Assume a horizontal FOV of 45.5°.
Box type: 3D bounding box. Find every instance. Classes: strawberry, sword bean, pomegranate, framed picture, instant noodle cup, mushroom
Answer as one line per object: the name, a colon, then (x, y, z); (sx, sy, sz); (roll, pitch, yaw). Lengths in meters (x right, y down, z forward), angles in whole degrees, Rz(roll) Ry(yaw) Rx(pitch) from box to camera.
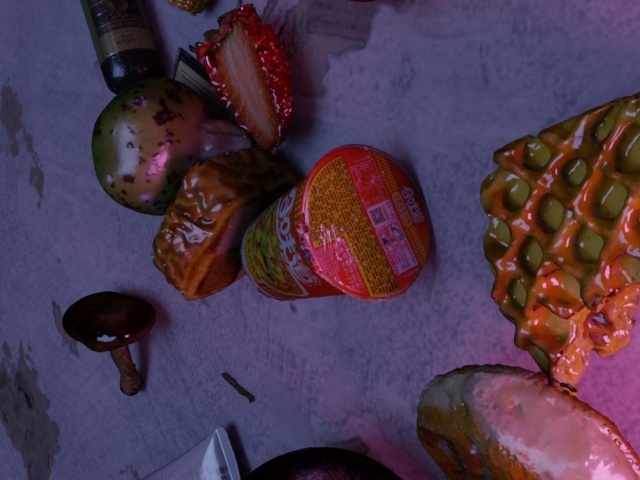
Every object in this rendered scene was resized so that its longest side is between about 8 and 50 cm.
strawberry: (-0.090, -0.224, 1.083); (0.167, 0.087, 0.208); (-22, 91, 55)
sword bean: (-0.139, 0.246, 1.278); (0.083, 0.012, 0.012); (32, 120, 37)
pomegranate: (-0.212, -0.145, 1.146); (0.248, 0.214, 0.214); (-4, 97, 12)
framed picture: (-0.205, -0.189, 1.258); (0.199, 0.010, 0.195); (41, 125, 33)
instant noodle cup: (0.000, 0.000, 0.969); (0.212, 0.193, 0.193); (-22, 82, 55)
mushroom: (-0.377, 0.211, 1.462); (0.227, 0.148, 0.217); (15, 128, 54)

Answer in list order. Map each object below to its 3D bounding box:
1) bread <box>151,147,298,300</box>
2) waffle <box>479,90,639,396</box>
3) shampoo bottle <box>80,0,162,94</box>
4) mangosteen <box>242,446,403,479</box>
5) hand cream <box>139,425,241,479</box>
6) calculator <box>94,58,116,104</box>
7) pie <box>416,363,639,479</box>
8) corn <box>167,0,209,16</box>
bread: (-0.138, -0.025, 1.096); (0.096, 0.181, 0.222); (43, 127, 20)
waffle: (0.290, 0.004, 0.661); (0.324, 0.151, 0.261); (-16, 91, 51)
shampoo bottle: (-0.330, -0.323, 1.296); (0.101, 0.101, 0.283); (-26, 80, 46)
mangosteen: (0.006, 0.426, 0.958); (0.330, 0.330, 0.330); (12, 107, 45)
hand cream: (-0.248, 0.469, 1.384); (0.359, 0.118, 0.185); (-32, 71, 38)
calculator: (-0.365, -0.290, 1.389); (0.100, 0.032, 0.175); (-35, 73, 45)
pie: (0.214, 0.252, 0.768); (0.315, 0.092, 0.315); (40, 156, 23)
corn: (-0.176, -0.447, 1.123); (0.080, 0.080, 0.238); (47, 131, 30)
